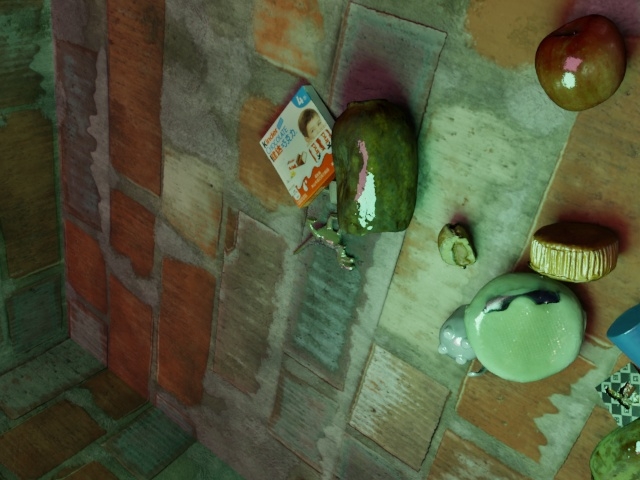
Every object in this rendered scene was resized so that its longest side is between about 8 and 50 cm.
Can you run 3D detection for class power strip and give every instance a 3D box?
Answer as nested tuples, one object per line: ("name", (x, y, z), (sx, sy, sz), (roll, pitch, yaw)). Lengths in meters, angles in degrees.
("power strip", (0.063, -0.147, 1.909), (0.175, 0.042, 0.075), (14, 120, 34))

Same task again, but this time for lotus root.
("lotus root", (0.802, 0.543, 1.565), (0.173, 0.173, 0.309), (43, 130, 15))
("lotus root", (0.143, -0.203, 1.678), (0.250, 0.250, 0.346), (7, 112, 36))

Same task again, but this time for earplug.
("earplug", (0.811, 0.285, 1.461), (0.273, 0.132, 0.132), (49, 132, 5))

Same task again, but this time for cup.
("cup", (0.403, 0.287, 1.772), (0.134, 0.142, 0.173), (13, 118, 33))

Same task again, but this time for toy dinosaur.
("toy dinosaur", (-0.001, 0.003, 2.015), (0.251, 0.072, 0.200), (11, 127, 24))

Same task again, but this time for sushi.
("sushi", (0.773, 0.388, 1.580), (0.126, 0.026, 0.120), (-52, 42, 35))

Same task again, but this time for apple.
("apple", (0.550, -0.375, 1.330), (0.181, 0.181, 0.168), (-19, 120, 42))

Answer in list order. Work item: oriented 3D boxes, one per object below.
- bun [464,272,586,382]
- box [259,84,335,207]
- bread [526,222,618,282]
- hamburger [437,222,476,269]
("bun", (0.520, 0.208, 1.622), (0.293, 0.187, 0.293), (4, 107, 13))
("box", (-0.046, -0.280, 1.907), (0.273, 0.048, 0.265), (-45, 70, 42))
("bread", (0.588, 0.020, 1.466), (0.199, 0.199, 0.104), (12, 114, 34))
("hamburger", (0.356, 0.002, 1.698), (0.087, 0.176, 0.102), (-25, 53, 17))
